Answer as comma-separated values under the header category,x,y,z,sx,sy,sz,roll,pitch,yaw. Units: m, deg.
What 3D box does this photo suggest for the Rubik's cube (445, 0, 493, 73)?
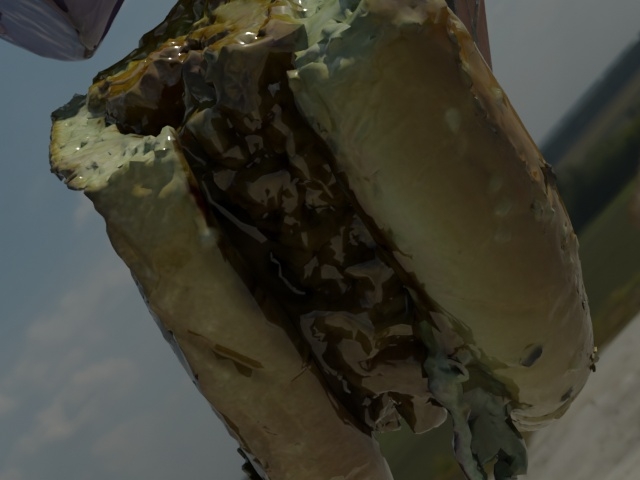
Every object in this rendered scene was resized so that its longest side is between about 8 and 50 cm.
category,x,y,z,sx,sy,sz,roll,pitch,yaw
Rubik's cube,0.059,-0.218,1.780,0.260,0.259,0.255,-10,-10,16

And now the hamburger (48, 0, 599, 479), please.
category,x,y,z,sx,sy,sz,roll,pitch,yaw
hamburger,0.000,0.000,0.748,0.195,0.277,0.318,-32,21,-3

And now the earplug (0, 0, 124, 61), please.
category,x,y,z,sx,sy,sz,roll,pitch,yaw
earplug,-0.127,-0.355,0.982,0.456,0.215,0.215,-60,-2,-10
